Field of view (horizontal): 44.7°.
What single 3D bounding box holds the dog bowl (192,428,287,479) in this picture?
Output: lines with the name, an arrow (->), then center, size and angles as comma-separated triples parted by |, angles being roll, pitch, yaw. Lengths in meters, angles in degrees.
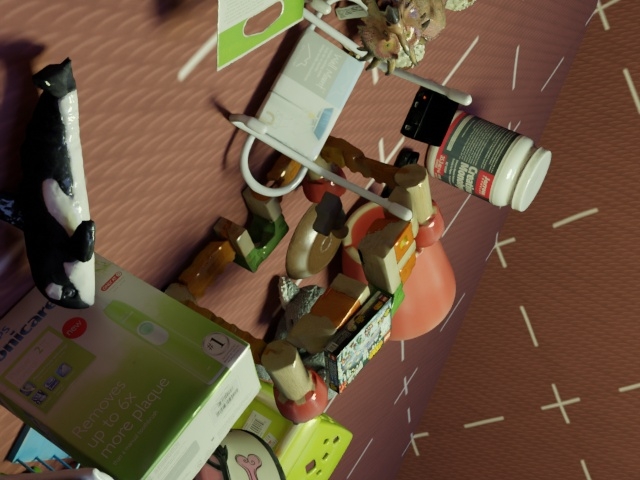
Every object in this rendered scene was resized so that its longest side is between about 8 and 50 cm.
dog bowl -> -0.232, 0.491, 1.250 | 0.150, 0.408, 0.408 | 28, 90, -36

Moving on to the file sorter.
file sorter -> -0.336, 0.288, 1.135 | 0.118, 0.104, 0.170 | -62, 158, -1

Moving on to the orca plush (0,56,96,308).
orca plush -> -0.306, -0.047, 0.838 | 0.102, 0.151, 0.287 | -9, 133, -25

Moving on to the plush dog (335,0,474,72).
plush dog -> 0.155, -0.451, 1.328 | 0.262, 0.211, 0.225 | -45, -171, 42

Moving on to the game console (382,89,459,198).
game console -> 0.225, -0.195, 1.879 | 0.213, 0.044, 0.361 | -3, 118, -64

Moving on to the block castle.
block castle -> -0.015, 0.049, 1.307 | 0.453, 0.303, 0.213 | -53, 150, -22

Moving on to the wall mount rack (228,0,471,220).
wall mount rack -> 0.041, -0.199, 1.191 | 0.350, 0.304, 0.130 | -62, -159, -2

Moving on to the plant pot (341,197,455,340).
plant pot -> 0.166, 0.051, 1.766 | 0.275, 0.275, 0.243 | -52, 149, -23

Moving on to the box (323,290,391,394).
box -> 0.058, 0.152, 1.161 | 0.137, 0.027, 0.094 | -44, 147, -31

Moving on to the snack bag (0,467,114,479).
snack bag -> -0.323, 0.372, 0.931 | 0.037, 0.323, 0.342 | -84, 157, -43

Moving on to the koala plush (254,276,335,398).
koala plush -> -0.023, 0.173, 1.595 | 0.203, 0.196, 0.221 | -57, 159, -44

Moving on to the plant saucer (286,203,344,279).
plant saucer -> 0.000, 0.000, 1.624 | 0.198, 0.036, 0.198 | -48, 154, -32

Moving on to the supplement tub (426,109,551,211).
supplement tub -> 0.429, -0.204, 2.004 | 0.191, 0.272, 0.191 | -46, 152, -34

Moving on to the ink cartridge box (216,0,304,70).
ink cartridge box -> -0.101, -0.362, 0.931 | 0.189, 0.097, 0.255 | -44, 152, -39

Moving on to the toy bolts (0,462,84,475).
toy bolts -> -0.379, 0.443, 1.140 | 0.218, 0.158, 0.228 | -64, 158, 6

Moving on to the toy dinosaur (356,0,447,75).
toy dinosaur -> 0.121, -0.323, 1.095 | 0.296, 0.200, 0.127 | -14, 159, -45

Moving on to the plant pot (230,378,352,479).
plant pot -> -0.103, 0.429, 1.652 | 0.228, 0.227, 0.207 | -57, 150, -12

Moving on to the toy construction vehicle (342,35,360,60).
toy construction vehicle -> 0.040, -0.309, 1.377 | 0.086, 0.035, 0.098 | -54, 156, 7

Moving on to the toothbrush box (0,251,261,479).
toothbrush box -> -0.248, 0.164, 0.950 | 0.206, 0.283, 0.122 | -50, 154, -27
